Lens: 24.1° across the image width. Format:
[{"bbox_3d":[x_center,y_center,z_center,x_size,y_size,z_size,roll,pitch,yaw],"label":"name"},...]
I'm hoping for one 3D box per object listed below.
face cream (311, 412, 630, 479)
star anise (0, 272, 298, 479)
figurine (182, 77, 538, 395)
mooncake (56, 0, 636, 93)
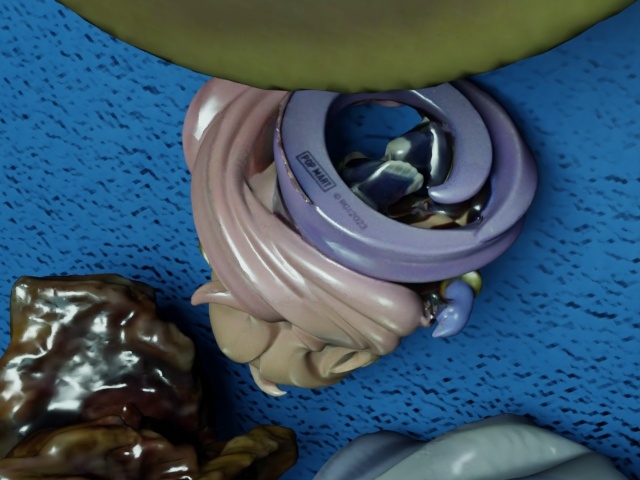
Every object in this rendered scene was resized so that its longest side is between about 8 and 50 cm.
[{"bbox_3d":[0.130,0.219,0.517,0.420,0.137,0.234,45,134,38],"label":"face cream"},{"bbox_3d":[-0.069,0.111,0.608,0.126,0.220,0.190,-8,130,-10],"label":"star anise"},{"bbox_3d":[-0.004,0.001,0.558,0.126,0.114,0.157,48,129,10],"label":"figurine"},{"bbox_3d":[0.012,-0.191,0.409,0.284,0.155,0.284,9,121,16],"label":"mooncake"}]
